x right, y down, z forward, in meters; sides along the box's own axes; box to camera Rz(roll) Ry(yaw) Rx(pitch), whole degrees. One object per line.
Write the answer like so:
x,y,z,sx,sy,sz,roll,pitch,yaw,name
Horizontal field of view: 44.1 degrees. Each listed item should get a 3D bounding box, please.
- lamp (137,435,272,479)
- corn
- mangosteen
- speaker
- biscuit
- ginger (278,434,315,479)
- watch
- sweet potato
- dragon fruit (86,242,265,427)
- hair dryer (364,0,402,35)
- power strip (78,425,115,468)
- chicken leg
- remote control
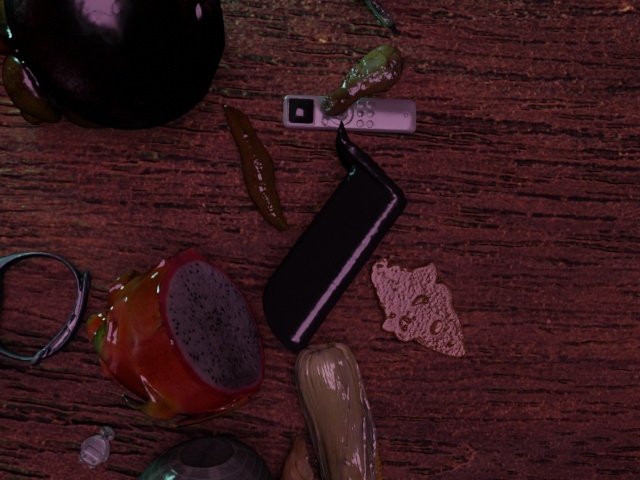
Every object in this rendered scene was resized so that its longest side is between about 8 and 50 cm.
-0.206,0.460,1.363,0.233,0.265,0.233,7,105,26,lamp
0.035,0.337,1.454,0.123,0.122,0.305,-16,92,-6,corn
-0.377,-0.360,1.338,0.435,0.382,0.382,-12,89,26,mangosteen
0.000,0.000,1.444,0.184,0.180,0.388,35,83,3,speaker
0.191,0.131,1.525,0.162,0.035,0.250,-42,92,-1,biscuit
-0.058,0.459,1.453,0.123,0.115,0.193,-8,78,8,ginger
-0.520,0.123,1.427,0.193,0.068,0.206,5,85,-6,watch
-0.122,-0.142,1.487,0.067,0.067,0.273,-21,85,-7,sweet potato
-0.262,0.180,1.367,0.226,0.305,0.305,-27,91,21,dragon fruit
0.110,-0.454,1.532,0.150,0.071,0.047,43,88,-21,hair dryer
-0.408,0.379,1.445,0.055,0.035,0.083,36,87,-4,power strip
0.082,-0.301,1.502,0.198,0.069,0.085,-39,85,-14,chicken leg
0.058,-0.244,1.526,0.261,0.029,0.067,2,87,-6,remote control
